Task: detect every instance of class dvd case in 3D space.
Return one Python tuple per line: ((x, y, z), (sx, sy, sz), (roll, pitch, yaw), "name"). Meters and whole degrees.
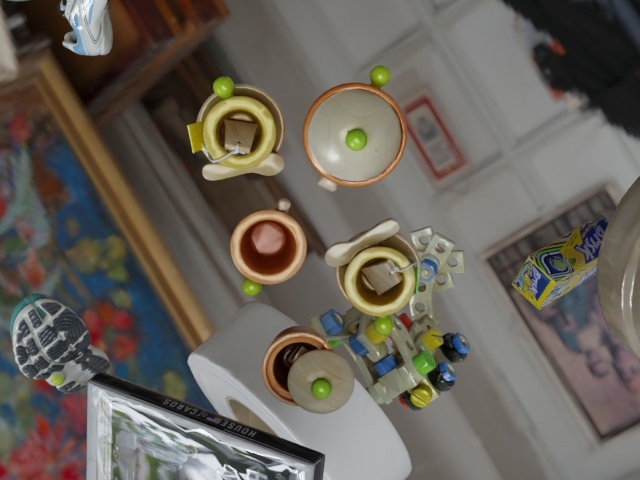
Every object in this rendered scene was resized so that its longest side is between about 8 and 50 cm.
((-0.113, 0.236, 1.298), (0.029, 0.239, 0.179), (-38, 140, -54), "dvd case")

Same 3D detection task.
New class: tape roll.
((-0.026, 0.208, 1.645), (0.100, 0.286, 0.286), (-43, -179, -18), "tape roll")

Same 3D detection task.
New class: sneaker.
((-0.386, 0.136, 1.965), (0.107, 0.110, 0.275), (-36, 160, -11), "sneaker")
((-0.360, -0.381, 2.139), (0.086, 0.085, 0.237), (2, 135, -8), "sneaker")

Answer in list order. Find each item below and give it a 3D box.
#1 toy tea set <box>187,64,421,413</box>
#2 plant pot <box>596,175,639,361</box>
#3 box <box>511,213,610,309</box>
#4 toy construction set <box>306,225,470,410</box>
((0.000, 0.000, 1.310), (0.200, 0.336, 0.124), (-13, -168, 1), "toy tea set")
((0.500, 0.069, 1.500), (0.323, 0.323, 0.280), (-31, -150, 1), "plant pot")
((0.333, 0.027, 1.849), (0.169, 0.054, 0.059), (-27, 153, -39), "box")
((0.119, 0.124, 2.026), (0.151, 0.215, 0.327), (-35, -174, 39), "toy construction set")
